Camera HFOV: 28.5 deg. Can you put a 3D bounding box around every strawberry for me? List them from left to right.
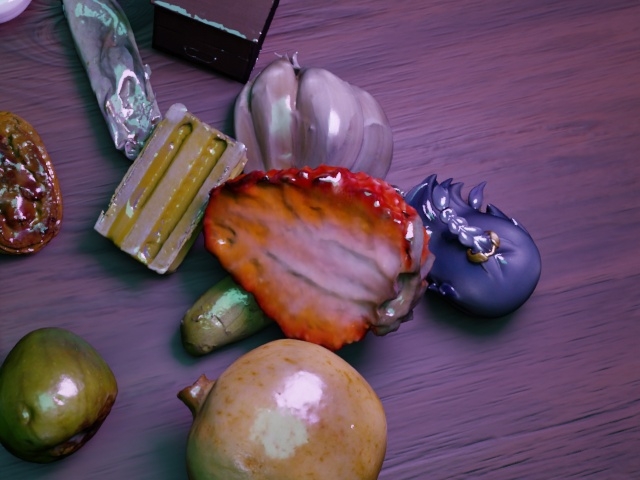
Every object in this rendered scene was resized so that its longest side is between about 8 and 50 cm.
[{"bbox_3d":[0.000,0.000,1.816,0.336,0.149,0.265,23,115,11],"label":"strawberry"}]

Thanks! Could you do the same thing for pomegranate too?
[{"bbox_3d":[-0.044,0.288,1.757,0.307,0.307,0.307,2,75,-8],"label":"pomegranate"}]

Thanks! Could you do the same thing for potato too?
[{"bbox_3d":[-0.129,0.104,1.886,0.188,0.085,0.105,-34,105,-12],"label":"potato"}]

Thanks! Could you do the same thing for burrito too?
[{"bbox_3d":[-0.318,-0.264,1.958,0.096,0.066,0.309,-20,79,-16],"label":"burrito"}]

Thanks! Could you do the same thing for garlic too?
[{"bbox_3d":[-0.016,-0.162,1.960,0.237,0.210,0.292,7,77,28],"label":"garlic"}]

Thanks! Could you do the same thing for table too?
[{"bbox_3d":[-0.158,-0.362,1.943,0.169,0.193,0.172,21,74,-3],"label":"table"}]

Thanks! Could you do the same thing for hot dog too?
[{"bbox_3d":[-0.474,-0.086,1.874,0.160,0.099,0.227,-30,84,-14],"label":"hot dog"}]

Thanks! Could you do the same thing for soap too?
[{"bbox_3d":[-0.219,-0.075,1.874,0.135,0.076,0.233,33,94,6],"label":"soap"}]

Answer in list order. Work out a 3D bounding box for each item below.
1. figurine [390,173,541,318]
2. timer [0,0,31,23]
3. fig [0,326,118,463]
[{"bbox_3d":[0.211,0.009,1.925,0.265,0.197,0.175,24,109,-5],"label":"figurine"},{"bbox_3d":[-0.548,-0.467,1.965,0.262,0.087,0.237,28,72,-1],"label":"timer"},{"bbox_3d":[-0.378,0.213,1.768,0.181,0.181,0.191,-12,57,-12],"label":"fig"}]
